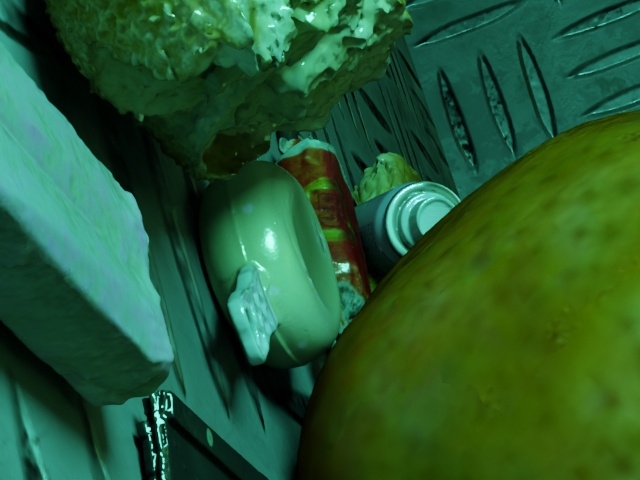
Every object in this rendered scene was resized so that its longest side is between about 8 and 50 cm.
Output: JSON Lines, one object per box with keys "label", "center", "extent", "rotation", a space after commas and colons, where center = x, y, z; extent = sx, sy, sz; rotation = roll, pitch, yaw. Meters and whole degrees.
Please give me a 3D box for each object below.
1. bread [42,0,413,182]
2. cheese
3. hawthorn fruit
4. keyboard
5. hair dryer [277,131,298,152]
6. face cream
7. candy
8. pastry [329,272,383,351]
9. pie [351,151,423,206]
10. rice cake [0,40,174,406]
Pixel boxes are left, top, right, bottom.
{"label": "bread", "center": [-0.070, -0.151, 0.983], "extent": [0.192, 0.171, 0.314], "rotation": [50, 4, 5]}
{"label": "cheese", "center": [-0.035, 0.026, 1.138], "extent": [0.227, 0.064, 0.137], "rotation": [-71, 138, -74]}
{"label": "hawthorn fruit", "center": [0.228, 0.130, 1.177], "extent": [0.472, 0.471, 0.472], "rotation": [-20, 90, -81]}
{"label": "keyboard", "center": [-0.045, 0.148, 0.948], "extent": [0.231, 0.023, 0.072], "rotation": [53, 25, -59]}
{"label": "hair dryer", "center": [-0.043, -0.124, 1.566], "extent": [0.083, 0.031, 0.079], "rotation": [45, 31, -36]}
{"label": "face cream", "center": [0.064, -0.004, 1.489], "extent": [0.229, 0.075, 0.075], "rotation": [159, -90, -75]}
{"label": "candy", "center": [0.001, 0.000, 1.421], "extent": [0.292, 0.059, 0.086], "rotation": [-99, 167, -47]}
{"label": "pastry", "center": [0.039, 0.080, 1.472], "extent": [0.097, 0.057, 0.109], "rotation": [-65, 133, -75]}
{"label": "pie", "center": [0.117, 0.066, 1.911], "extent": [0.339, 0.083, 0.339], "rotation": [-23, 90, -80]}
{"label": "rice cake", "center": [-0.136, -0.033, 0.705], "extent": [0.298, 0.050, 0.106], "rotation": [56, 16, -57]}
